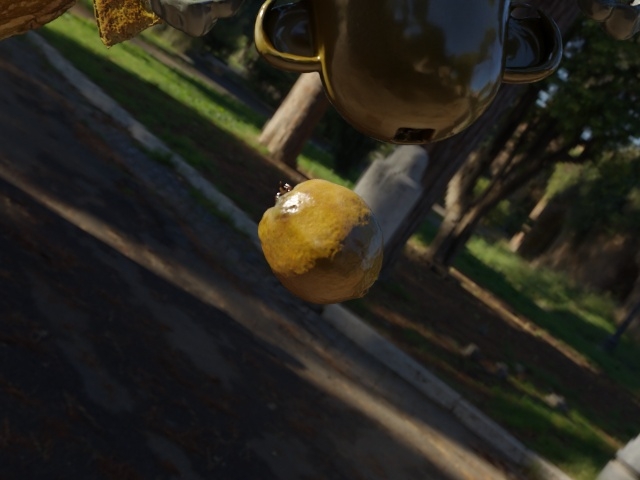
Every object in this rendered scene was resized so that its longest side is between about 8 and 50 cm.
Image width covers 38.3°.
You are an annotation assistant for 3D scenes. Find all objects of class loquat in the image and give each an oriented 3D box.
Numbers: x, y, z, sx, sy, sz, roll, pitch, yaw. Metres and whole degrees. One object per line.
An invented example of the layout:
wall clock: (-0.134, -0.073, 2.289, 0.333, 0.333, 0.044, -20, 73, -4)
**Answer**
loquat: (0.000, 0.000, 1.512, 0.234, 0.187, 0.176, 54, -6, -9)

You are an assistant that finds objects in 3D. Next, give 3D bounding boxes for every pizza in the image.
pizza: (-0.244, -0.329, 1.230, 0.134, 0.175, 0.046, 34, 33, 9)

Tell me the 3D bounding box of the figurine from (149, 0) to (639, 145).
figurine: (0.059, -0.203, 0.652, 0.167, 0.343, 0.285, 50, 33, -64)

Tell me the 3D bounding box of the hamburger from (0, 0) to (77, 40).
hamburger: (-0.319, -0.279, 0.809, 0.163, 0.244, 0.244, 70, 16, 6)
